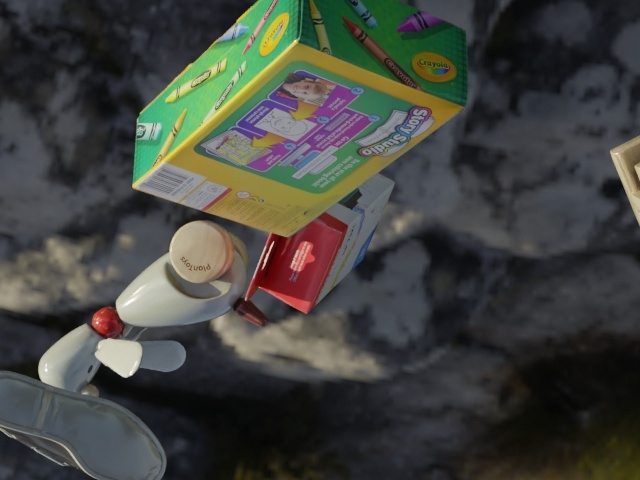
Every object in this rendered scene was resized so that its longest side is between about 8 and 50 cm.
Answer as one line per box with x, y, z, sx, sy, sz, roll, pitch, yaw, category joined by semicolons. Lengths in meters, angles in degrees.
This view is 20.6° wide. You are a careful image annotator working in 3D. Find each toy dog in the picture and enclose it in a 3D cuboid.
-0.201;0.116;2.346;0.334;0.161;0.220;-43;170;27;toy dog

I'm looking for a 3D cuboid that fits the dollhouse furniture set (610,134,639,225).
0.316;-0.004;0.951;0.242;0.212;0.161;-27;110;-4;dollhouse furniture set

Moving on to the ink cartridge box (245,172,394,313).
0.000;0.000;2.256;0.078;0.231;0.134;29;122;12;ink cartridge box

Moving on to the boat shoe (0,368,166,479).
-0.248;0.184;1.741;0.206;0.075;0.065;27;165;-19;boat shoe

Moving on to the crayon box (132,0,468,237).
-0.022;-0.110;1.498;0.165;0.081;0.278;18;147;-28;crayon box
